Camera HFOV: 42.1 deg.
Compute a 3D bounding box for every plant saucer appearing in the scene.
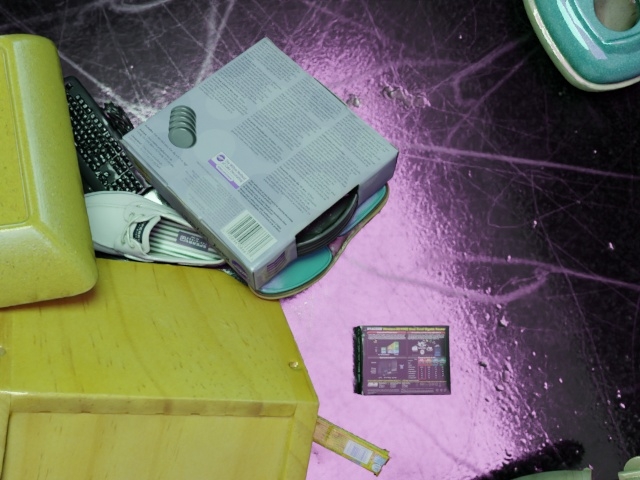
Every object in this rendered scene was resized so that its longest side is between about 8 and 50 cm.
[{"bbox_3d":[-0.424,-0.085,0.861,0.333,0.081,0.332,-9,69,-18],"label":"plant saucer"}]

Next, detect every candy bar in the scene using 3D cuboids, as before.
[{"bbox_3d":[0.017,0.257,1.078,0.161,0.018,0.040,28,83,-2],"label":"candy bar"}]

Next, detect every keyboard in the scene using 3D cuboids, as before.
[{"bbox_3d":[-0.291,-0.139,1.092,0.100,0.038,0.192,-39,88,-10],"label":"keyboard"}]

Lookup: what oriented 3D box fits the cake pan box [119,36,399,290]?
[{"bbox_3d":[-0.072,-0.102,1.045,0.246,0.070,0.267,-42,71,-17],"label":"cake pan box"}]

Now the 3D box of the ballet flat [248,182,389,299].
[{"bbox_3d":[0.000,0.000,1.083,0.232,0.073,0.080,-39,86,-15],"label":"ballet flat"}]

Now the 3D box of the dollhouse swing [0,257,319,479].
[{"bbox_3d":[-0.223,0.236,0.972,0.347,0.315,0.305,6,121,-23],"label":"dollhouse swing"}]

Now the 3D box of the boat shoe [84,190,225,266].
[{"bbox_3d":[-0.219,-0.015,1.055,0.226,0.076,0.083,8,94,-6],"label":"boat shoe"}]

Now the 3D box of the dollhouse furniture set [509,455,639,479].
[{"bbox_3d":[0.359,0.424,1.083,0.356,0.174,0.303,-16,97,20],"label":"dollhouse furniture set"}]

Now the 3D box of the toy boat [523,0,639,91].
[{"bbox_3d":[0.439,-0.367,1.151,0.318,0.148,0.267,-25,85,-9],"label":"toy boat"}]

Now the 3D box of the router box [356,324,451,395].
[{"bbox_3d":[0.109,0.157,1.093,0.122,0.038,0.092,1,82,-7],"label":"router box"}]
